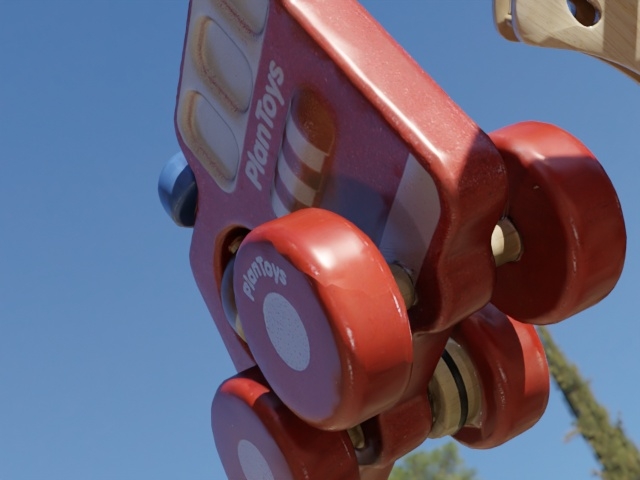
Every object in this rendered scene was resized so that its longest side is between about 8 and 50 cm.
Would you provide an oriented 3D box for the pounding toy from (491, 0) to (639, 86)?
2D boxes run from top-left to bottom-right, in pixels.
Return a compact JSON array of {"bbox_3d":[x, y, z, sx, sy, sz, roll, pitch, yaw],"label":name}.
[{"bbox_3d":[0.198,-0.137,0.764,0.154,0.155,0.269,-36,-79,4],"label":"pounding toy"}]

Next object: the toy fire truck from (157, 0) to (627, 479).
[{"bbox_3d":[0.000,0.000,0.703,0.169,0.254,0.302,-22,-31,-27],"label":"toy fire truck"}]
